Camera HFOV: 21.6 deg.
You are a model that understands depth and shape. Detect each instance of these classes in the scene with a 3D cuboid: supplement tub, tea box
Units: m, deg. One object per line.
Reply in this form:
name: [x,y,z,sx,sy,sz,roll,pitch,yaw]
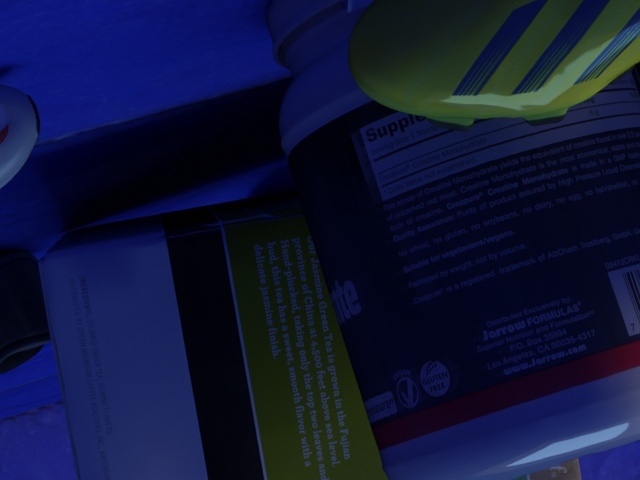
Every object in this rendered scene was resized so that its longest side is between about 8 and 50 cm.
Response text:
supplement tub: [0.089,-0.017,0.881,0.191,0.272,0.191,-17,172,-3]
tea box: [-0.018,0.077,1.207,0.323,0.220,0.329,-9,-176,-6]

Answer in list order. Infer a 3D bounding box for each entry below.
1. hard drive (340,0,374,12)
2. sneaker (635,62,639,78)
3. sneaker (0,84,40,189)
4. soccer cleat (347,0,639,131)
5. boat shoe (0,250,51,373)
hard drive: [0.156,-0.187,0.708,0.318,0.040,0.210,-19,174,-2]
sneaker: [0.211,-0.115,1.204,0.153,0.099,0.282,-23,170,42]
sneaker: [-0.217,-0.036,0.817,0.161,0.057,0.075,-16,179,1]
soccer cleat: [0.147,-0.130,0.711,0.289,0.093,0.121,-15,143,-3]
boat shoe: [-0.291,0.069,1.236,0.095,0.112,0.335,-25,176,12]
